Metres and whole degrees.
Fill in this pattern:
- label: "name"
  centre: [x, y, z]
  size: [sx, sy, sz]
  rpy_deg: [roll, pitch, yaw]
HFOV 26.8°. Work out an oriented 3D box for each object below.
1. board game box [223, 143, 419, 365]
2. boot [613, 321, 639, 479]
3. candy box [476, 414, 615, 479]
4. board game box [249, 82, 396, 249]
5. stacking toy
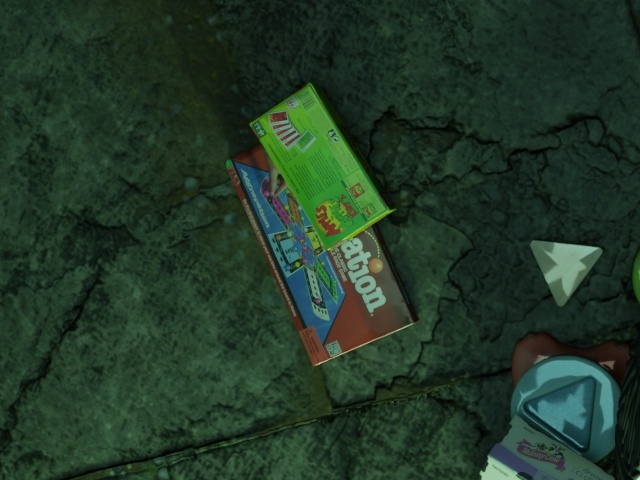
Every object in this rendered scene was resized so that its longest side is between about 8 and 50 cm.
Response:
- label: "board game box"
  centre: [0.000, 0.000, 1.665]
  size: [0.145, 0.027, 0.281]
  rpy_deg: [-25, 88, 16]
- label: "boot"
  centre: [0.547, 0.141, 1.341]
  size: [0.445, 0.146, 0.367]
  rpy_deg: [9, 112, 0]
- label: "candy box"
  centre: [0.254, 0.313, 1.534]
  size: [0.165, 0.070, 0.196]
  rpy_deg: [31, 144, 16]
- label: "board game box"
  centre: [0.003, -0.090, 1.619]
  size: [0.092, 0.043, 0.181]
  rpy_deg: [-33, 85, 16]
- label: "stacking toy"
  centre: [0.359, 0.124, 1.515]
  size: [0.309, 0.130, 0.279]
  rpy_deg: [-4, 94, 17]
